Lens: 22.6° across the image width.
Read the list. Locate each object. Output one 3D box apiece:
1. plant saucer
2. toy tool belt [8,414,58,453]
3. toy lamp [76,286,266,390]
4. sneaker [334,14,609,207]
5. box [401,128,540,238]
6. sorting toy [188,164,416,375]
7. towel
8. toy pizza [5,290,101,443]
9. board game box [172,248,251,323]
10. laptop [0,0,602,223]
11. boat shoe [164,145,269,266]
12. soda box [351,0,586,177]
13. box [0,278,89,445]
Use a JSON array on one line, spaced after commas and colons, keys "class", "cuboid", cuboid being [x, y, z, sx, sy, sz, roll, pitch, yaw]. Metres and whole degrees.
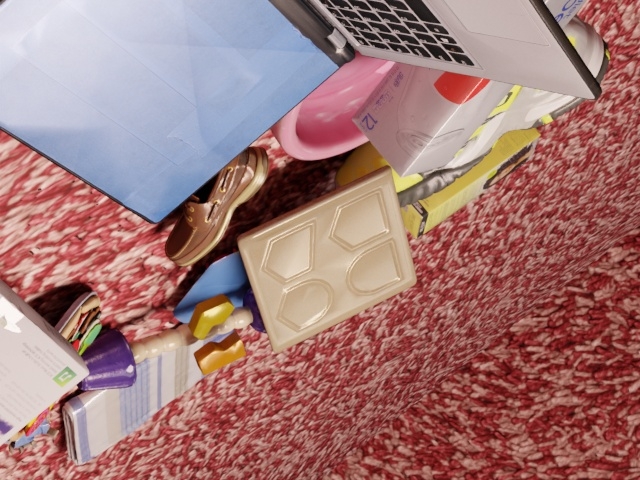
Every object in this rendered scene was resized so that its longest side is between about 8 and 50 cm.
[{"class": "plant saucer", "cuboid": [0.069, -0.225, 1.701, 0.332, 0.084, 0.332, -36, 162, -13]}, {"class": "toy tool belt", "cuboid": [-0.376, 0.243, 2.020, 0.083, 0.051, 0.052, -28, 160, -32]}, {"class": "toy lamp", "cuboid": [-0.184, 0.124, 2.027, 0.274, 0.080, 0.080, -20, 156, -25]}, {"class": "sneaker", "cuboid": [0.163, -0.178, 1.989, 0.384, 0.145, 0.147, -34, 124, 20]}, {"class": "box", "cuboid": [0.219, -0.099, 2.391, 0.232, 0.058, 0.087, -34, 163, -14]}, {"class": "sorting toy", "cuboid": [-0.033, 0.042, 2.000, 0.307, 0.041, 0.229, -26, 136, -11]}, {"class": "towel", "cuboid": [-0.238, 0.194, 2.225, 0.285, 0.034, 0.209, -35, 161, -21]}, {"class": "toy pizza", "cuboid": [-0.301, 0.149, 1.833, 0.201, 0.032, 0.201, -60, 178, -4]}, {"class": "board game box", "cuboid": [-0.124, 0.046, 2.079, 0.133, 0.033, 0.169, -3, 144, -44]}, {"class": "laptop", "cuboid": [-0.032, -0.134, 1.347, 0.382, 0.408, 0.236, 36, 72, -60]}, {"class": "boat shoe", "cuboid": [-0.129, -0.045, 1.802, 0.060, 0.064, 0.178, 19, 125, -34]}, {"class": "soda box", "cuboid": [0.159, -0.196, 1.659, 0.098, 0.091, 0.286, -15, 151, -52]}, {"class": "box", "cuboid": [-0.418, 0.167, 1.596, 0.322, 0.058, 0.232, -40, 141, -3]}]
